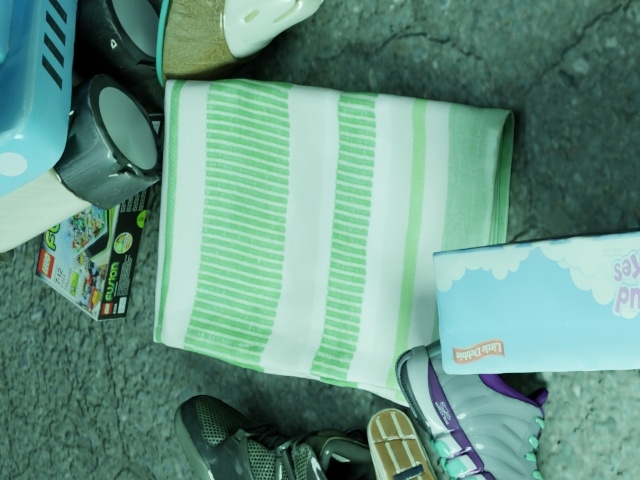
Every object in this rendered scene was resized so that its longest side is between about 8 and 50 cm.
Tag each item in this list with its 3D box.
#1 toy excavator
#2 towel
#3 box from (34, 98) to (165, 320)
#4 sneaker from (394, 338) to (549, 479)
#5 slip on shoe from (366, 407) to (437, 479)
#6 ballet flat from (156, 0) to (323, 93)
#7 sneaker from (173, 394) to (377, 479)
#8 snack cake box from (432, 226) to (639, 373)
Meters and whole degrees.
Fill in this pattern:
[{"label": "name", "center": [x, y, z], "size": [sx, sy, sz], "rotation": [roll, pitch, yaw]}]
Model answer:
[{"label": "toy excavator", "center": [-0.345, -0.139, 1.551], "size": [0.222, 0.445, 0.433], "rotation": [-27, 41, 24]}, {"label": "towel", "center": [0.000, 0.000, 1.544], "size": [0.325, 0.038, 0.247], "rotation": [11, 102, 35]}, {"label": "box", "center": [-0.211, -0.040, 1.826], "size": [0.114, 0.036, 0.207], "rotation": [30, 116, 43]}, {"label": "sneaker", "center": [0.144, 0.167, 1.427], "size": [0.223, 0.098, 0.083], "rotation": [63, 177, -5]}, {"label": "slip on shoe", "center": [0.070, 0.200, 1.537], "size": [0.041, 0.051, 0.135], "rotation": [102, 147, -83]}, {"label": "ballet flat", "center": [-0.045, -0.258, 1.584], "size": [0.124, 0.116, 0.342], "rotation": [23, 107, 25]}, {"label": "sneaker", "center": [-0.027, 0.179, 1.609], "size": [0.227, 0.087, 0.130], "rotation": [43, 122, 33]}, {"label": "snack cake box", "center": [0.220, 0.034, 1.266], "size": [0.264, 0.152, 0.089], "rotation": [-7, 89, 48]}]
